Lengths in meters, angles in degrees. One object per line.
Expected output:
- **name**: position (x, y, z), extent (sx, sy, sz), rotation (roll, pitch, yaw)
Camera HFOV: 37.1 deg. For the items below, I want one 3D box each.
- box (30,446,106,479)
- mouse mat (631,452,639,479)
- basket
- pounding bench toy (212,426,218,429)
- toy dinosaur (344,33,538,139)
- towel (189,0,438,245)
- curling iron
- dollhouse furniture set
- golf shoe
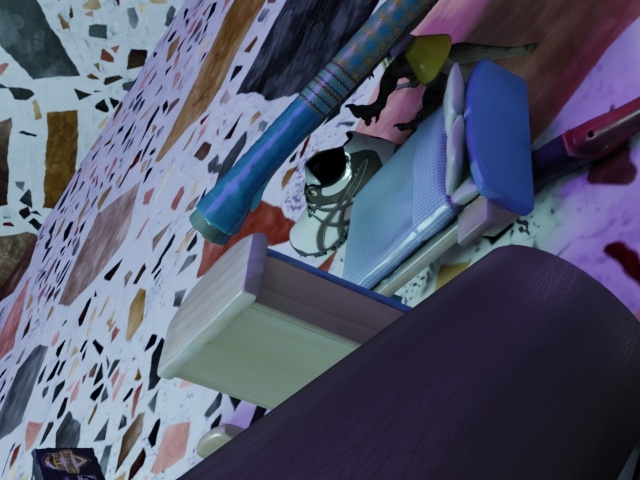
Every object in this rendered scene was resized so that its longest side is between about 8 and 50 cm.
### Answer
- **box**: position (-0.226, 0.378, 0.867), extent (0.293, 0.073, 0.296), rotation (-154, 69, -65)
- **mouse mat**: position (0.231, 0.100, 0.462), extent (0.189, 0.007, 0.153), rotation (-8, 56, 61)
- **basket**: position (0.068, 0.122, 0.513), extent (0.227, 0.154, 0.204), rotation (-42, 55, -21)
- **pounding bench toy**: position (-0.068, 0.208, 0.845), extent (0.052, 0.083, 0.065), rotation (-24, 42, 54)
- **toy dinosaur**: position (0.098, -0.160, 0.957), extent (0.118, 0.064, 0.268), rotation (-56, 26, -4)
- **towel**: position (0.033, -0.151, 0.844), extent (0.370, 0.040, 0.271), rotation (-46, 5, 6)
- **curling iron**: position (0.193, -0.062, 0.682), extent (0.274, 0.035, 0.068), rotation (-20, 46, 56)
- **dollhouse furniture set**: position (0.000, 0.000, 0.758), extent (0.286, 0.198, 0.303), rotation (-43, 30, 47)
- **golf shoe**: position (0.011, -0.052, 0.968), extent (0.198, 0.094, 0.077), rotation (-39, 33, 44)
